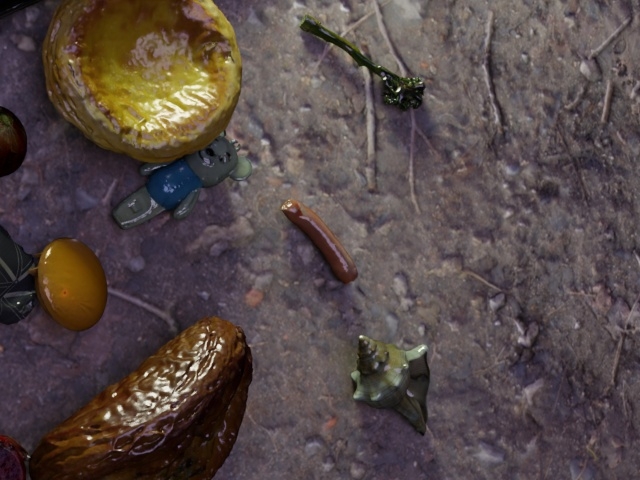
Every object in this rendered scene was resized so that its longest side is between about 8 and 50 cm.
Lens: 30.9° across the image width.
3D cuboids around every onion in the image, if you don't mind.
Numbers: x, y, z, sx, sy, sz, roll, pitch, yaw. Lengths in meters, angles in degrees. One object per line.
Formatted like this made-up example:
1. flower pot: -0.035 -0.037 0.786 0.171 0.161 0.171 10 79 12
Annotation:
1. onion: -0.481 -0.140 1.680 0.117 0.119 0.118 -32 100 -44

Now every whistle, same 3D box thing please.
1. whistle: -0.221 -0.095 1.817 0.236 0.077 0.114 -35 81 -19

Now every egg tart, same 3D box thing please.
1. egg tart: -0.277 -0.261 1.769 0.319 0.128 0.318 3 83 -29

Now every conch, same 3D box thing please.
1. conch: 0.117 0.221 1.935 0.137 0.114 0.234 -61 145 -5

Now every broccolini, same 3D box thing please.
1. broccolini: 0.070 -0.303 1.991 0.254 0.071 0.057 30 116 -13

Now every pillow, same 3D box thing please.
1. pillow: -0.536 -0.014 1.657 0.161 0.093 0.335 -44 104 -30

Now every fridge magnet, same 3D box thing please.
1. fridge magnet: -0.371 0.066 1.721 0.143 0.063 0.143 37 46 -51

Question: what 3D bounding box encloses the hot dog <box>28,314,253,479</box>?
1. hot dog: -0.233 0.275 1.691 0.174 0.267 0.387 37 56 23

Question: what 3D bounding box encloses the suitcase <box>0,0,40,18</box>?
1. suitcase: -0.525 -0.445 1.636 0.434 0.194 0.283 -30 99 -23

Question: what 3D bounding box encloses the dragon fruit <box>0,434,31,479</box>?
1. dragon fruit: -0.534 0.339 1.619 0.224 0.148 0.218 -22 125 -44

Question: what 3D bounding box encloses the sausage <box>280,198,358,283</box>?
1. sausage: 0.001 0.000 1.926 0.047 0.040 0.176 -42 103 -14
